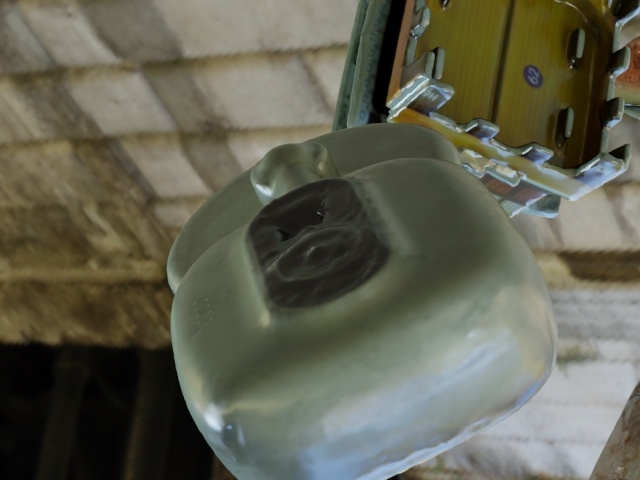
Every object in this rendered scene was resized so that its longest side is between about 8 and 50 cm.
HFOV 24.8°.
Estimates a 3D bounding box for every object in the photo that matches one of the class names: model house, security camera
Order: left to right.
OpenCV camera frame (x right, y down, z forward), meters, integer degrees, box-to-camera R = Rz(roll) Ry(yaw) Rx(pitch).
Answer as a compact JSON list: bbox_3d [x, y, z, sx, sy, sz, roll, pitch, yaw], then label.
[{"bbox_3d":[0.000,0.000,0.648,0.157,0.080,0.301,-27,-155,1],"label":"security camera"},{"bbox_3d":[0.119,-0.120,1.157,0.215,0.198,0.224,-39,-144,58],"label":"model house"}]

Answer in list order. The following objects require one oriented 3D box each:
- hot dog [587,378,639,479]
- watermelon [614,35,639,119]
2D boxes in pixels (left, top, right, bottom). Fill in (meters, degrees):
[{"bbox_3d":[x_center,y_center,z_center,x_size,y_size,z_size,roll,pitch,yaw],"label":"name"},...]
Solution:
[{"bbox_3d":[0.223,0.182,0.972,0.268,0.075,0.144,-60,-163,-13],"label":"hot dog"},{"bbox_3d":[0.395,-0.191,1.551,0.245,0.063,0.119,-28,-123,38],"label":"watermelon"}]
